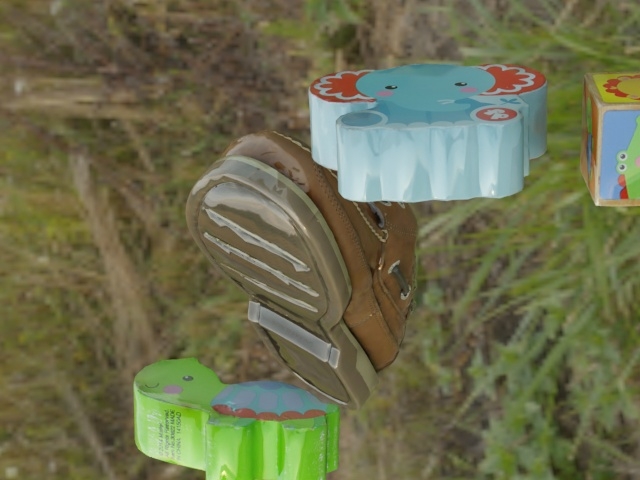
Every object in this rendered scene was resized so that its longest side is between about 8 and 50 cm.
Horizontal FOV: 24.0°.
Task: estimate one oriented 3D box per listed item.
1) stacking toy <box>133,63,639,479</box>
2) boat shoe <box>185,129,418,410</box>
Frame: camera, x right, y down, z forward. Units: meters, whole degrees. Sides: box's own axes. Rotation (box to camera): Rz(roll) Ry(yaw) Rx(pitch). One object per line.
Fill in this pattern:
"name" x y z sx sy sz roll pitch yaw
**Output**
"stacking toy" 0.061 -0.028 0.328 0.052 0.221 0.167 -88 -2 -66
"boat shoe" 0.000 0.000 0.938 0.111 0.104 0.307 31 163 18
